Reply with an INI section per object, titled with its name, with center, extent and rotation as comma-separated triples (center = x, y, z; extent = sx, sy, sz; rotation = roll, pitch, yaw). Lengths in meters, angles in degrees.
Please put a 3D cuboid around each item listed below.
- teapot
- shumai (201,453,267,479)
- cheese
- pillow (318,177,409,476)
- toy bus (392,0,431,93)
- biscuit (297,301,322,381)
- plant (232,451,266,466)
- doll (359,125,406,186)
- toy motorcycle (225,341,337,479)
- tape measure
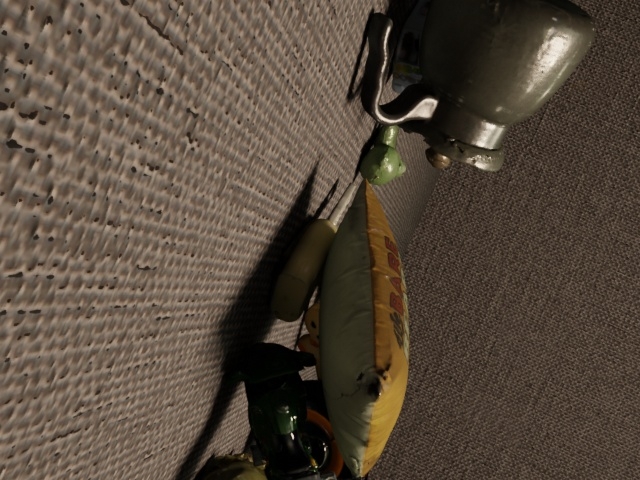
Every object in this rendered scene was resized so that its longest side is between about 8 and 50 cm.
[teapot]
center = 0.203, -0.216, 1.167
extent = 0.305, 0.223, 0.285
rotation = -26, 145, -57
[shumai]
center = -0.078, 0.451, 1.274
extent = 0.256, 0.218, 0.189
rotation = 68, 37, -46
[cheese]
center = 0.000, 0.000, 1.241
extent = 0.251, 0.054, 0.127
rotation = -59, 171, -42
[pillow]
center = 0.057, 0.127, 1.147
extent = 0.312, 0.119, 0.310
rotation = 91, 1, -56
[toy bus]
center = 0.219, -0.374, 1.396
extent = 0.136, 0.109, 0.329
rotation = 85, 29, -53
[biscuit]
center = 0.021, 0.219, 1.594
extent = 0.030, 0.153, 0.234
rotation = -40, 129, -42
[plant]
center = -0.120, 0.421, 1.423
extent = 0.104, 0.122, 0.116
rotation = -34, 155, -53
[doll]
center = 0.116, -0.156, 1.469
extent = 0.115, 0.078, 0.150
rotation = 119, -10, -53
[toy motorcycle]
center = -0.048, 0.253, 1.141
extent = 0.187, 0.125, 0.274
rotation = 107, -31, -66
[tape measure]
center = -0.009, 0.360, 1.552
extent = 0.135, 0.223, 0.202
rotation = -37, 135, -69
